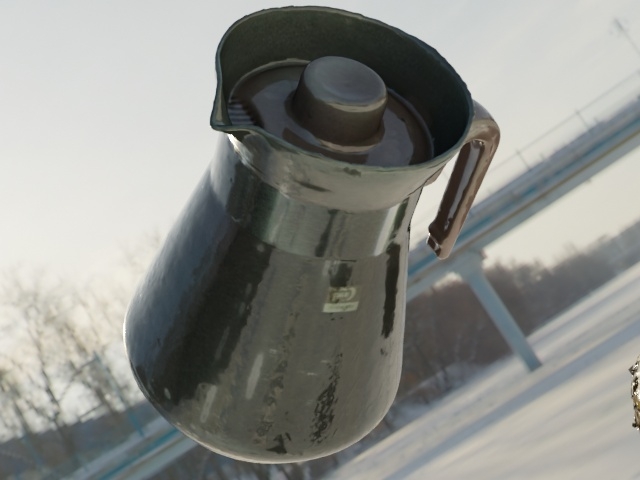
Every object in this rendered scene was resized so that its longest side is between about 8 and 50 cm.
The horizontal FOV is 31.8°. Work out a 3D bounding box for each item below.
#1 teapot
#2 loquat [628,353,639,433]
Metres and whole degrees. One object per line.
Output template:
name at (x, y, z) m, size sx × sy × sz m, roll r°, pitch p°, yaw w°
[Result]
teapot at (0.000, 0.000, 0.939) m, size 0.300 × 0.253 × 0.344 m, roll -14°, pitch -38°, yaw -31°
loquat at (0.454, 0.175, 1.220) m, size 0.235 × 0.235 × 0.235 m, roll -31°, pitch -10°, yaw -6°
